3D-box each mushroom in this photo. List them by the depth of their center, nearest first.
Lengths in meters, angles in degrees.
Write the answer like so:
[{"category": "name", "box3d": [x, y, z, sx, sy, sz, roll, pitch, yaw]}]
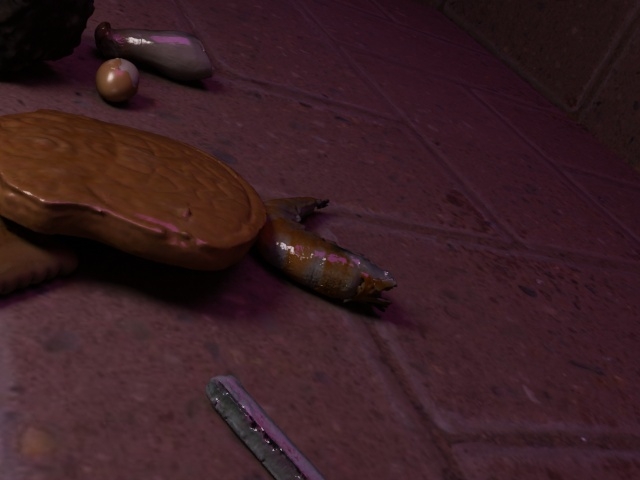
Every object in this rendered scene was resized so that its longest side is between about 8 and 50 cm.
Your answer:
[{"category": "mushroom", "box3d": [-0.309, -0.353, 1.530, 0.225, 0.093, 0.116, -2, 25, -29]}]

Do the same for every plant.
[{"category": "plant", "box3d": [-0.515, -0.371, 1.222, 0.213, 0.215, 0.312, 41, 32, 21]}]

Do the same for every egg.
[{"category": "egg", "box3d": [-0.337, -0.263, 1.349, 0.071, 0.071, 0.083, 20, 30, -12]}]

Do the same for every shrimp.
[{"category": "shrimp", "box3d": [-0.021, 0.001, 1.184, 0.185, 0.068, 0.287, 12, 21, -28]}]

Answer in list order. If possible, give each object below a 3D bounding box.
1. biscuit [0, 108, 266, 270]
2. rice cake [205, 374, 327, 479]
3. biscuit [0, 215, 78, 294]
[{"category": "biscuit", "box3d": [-0.243, -0.084, 1.056, 0.365, 0.062, 0.385, 14, 20, -21]}, {"category": "rice cake", "box3d": [-0.042, 0.209, 0.801, 0.207, 0.033, 0.033, 42, 20, 27]}, {"category": "biscuit", "box3d": [-0.424, 0.000, 0.822, 0.217, 0.044, 0.325, 35, 27, 19]}]
